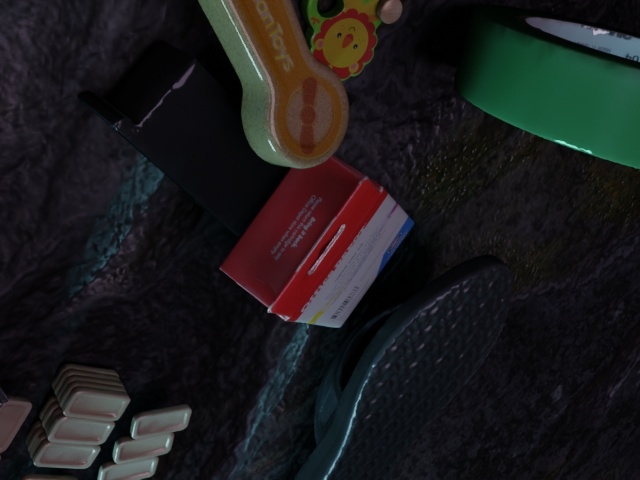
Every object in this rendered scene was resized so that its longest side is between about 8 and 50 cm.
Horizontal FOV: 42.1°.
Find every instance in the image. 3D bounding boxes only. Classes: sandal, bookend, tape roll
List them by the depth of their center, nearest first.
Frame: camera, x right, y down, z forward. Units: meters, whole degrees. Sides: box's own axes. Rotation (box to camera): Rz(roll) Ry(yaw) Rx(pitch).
[{"bbox_3d":[-0.078,-0.114,0.671,0.156,0.072,0.157,-50,135,-4],"label":"bookend"},{"bbox_3d":[0.289,-0.142,0.772,0.321,0.321,0.077,-5,118,-37],"label":"tape roll"},{"bbox_3d":[0.055,0.178,0.955,0.168,0.107,0.445,5,125,-42],"label":"sandal"}]

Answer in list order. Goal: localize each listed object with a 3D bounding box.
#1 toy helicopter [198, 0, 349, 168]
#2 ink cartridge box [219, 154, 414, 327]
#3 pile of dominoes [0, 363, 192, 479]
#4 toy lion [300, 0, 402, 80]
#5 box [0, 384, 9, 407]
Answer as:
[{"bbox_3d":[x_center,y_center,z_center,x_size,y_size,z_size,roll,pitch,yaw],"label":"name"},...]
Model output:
[{"bbox_3d":[-0.057,-0.212,0.561,0.235,0.140,0.355,-43,125,-26],"label":"toy helicopter"},{"bbox_3d":[0.000,0.000,0.733,0.134,0.078,0.231,-54,163,2],"label":"ink cartridge box"},{"bbox_3d":[-0.258,0.227,0.779,0.196,0.040,0.251,19,111,-44],"label":"pile of dominoes"},{"bbox_3d":[0.018,-0.193,0.733,0.096,0.034,0.100,-49,136,8],"label":"toy lion"},{"bbox_3d":[-0.388,0.103,0.559,0.270,0.060,0.216,-33,129,-19],"label":"box"}]
